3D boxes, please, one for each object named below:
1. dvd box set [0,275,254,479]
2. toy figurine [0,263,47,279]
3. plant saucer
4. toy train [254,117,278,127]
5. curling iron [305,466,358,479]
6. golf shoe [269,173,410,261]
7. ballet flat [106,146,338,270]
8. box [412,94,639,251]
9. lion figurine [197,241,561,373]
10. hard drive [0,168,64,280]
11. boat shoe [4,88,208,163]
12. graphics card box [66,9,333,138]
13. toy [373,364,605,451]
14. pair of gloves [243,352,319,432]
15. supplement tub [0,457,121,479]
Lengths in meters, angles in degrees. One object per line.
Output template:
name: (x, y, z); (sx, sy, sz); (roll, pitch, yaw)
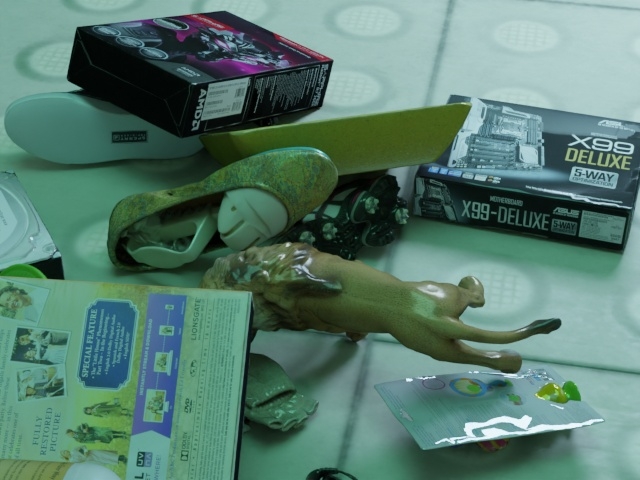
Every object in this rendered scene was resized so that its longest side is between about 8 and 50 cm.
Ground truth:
dvd box set: (-0.293, 0.193, 1.557); (0.420, 0.062, 0.307); (3, 68, 2)
toy figurine: (-0.431, 0.094, 1.716); (0.173, 0.130, 0.159); (2, 2, 37)
plant saucer: (0.015, -0.133, 2.019); (0.333, 0.081, 0.333); (-8, 6, -12)
toy train: (-0.132, -0.217, 2.267); (0.158, 0.027, 0.036); (31, 57, 33)
curling iron: (-0.010, 0.339, 1.505); (0.068, 0.035, 0.274); (9, 37, 11)
golf shoe: (0.000, 0.000, 1.938); (0.120, 0.105, 0.273); (6, 30, 47)
ballet flat: (-0.136, -0.026, 1.864); (0.348, 0.123, 0.123); (-13, 29, 28)
box: (0.310, -0.104, 2.078); (0.307, 0.076, 0.242); (10, 37, 13)
lion figurine: (0.061, 0.077, 1.682); (0.392, 0.142, 0.240); (1, -7, 31)
hard drive: (-0.539, 0.019, 1.909); (0.339, 0.064, 0.237); (-16, 39, -20)
boat shoe: (-0.323, -0.185, 2.150); (0.301, 0.108, 0.102); (-1, 30, -14)
graphics card box: (-0.175, -0.260, 2.170); (0.233, 0.094, 0.371); (29, 27, 26)
toy: (0.195, 0.207, 1.670); (0.237, 0.056, 0.137); (-8, 28, -21)
pair of gloves: (-0.144, 0.206, 1.679); (0.204, 0.042, 0.240); (24, 42, 31)
supplement tub: (-0.304, 0.322, 1.361); (0.316, 0.228, 0.228); (3, 36, 3)
